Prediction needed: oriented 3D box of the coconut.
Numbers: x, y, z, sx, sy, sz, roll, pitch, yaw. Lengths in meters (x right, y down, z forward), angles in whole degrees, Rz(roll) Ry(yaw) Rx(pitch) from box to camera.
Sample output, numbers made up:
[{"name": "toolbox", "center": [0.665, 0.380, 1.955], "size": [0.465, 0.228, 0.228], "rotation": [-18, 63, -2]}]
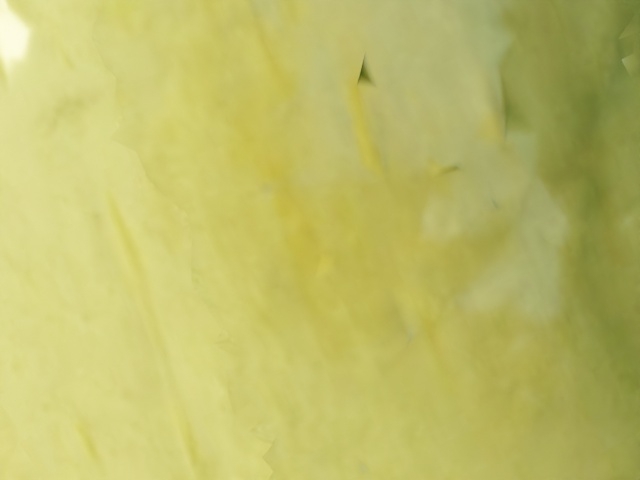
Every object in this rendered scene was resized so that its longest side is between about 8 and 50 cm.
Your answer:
[{"name": "coconut", "center": [0.000, 0.000, 0.554], "size": [0.415, 0.344, 0.415], "rotation": [1, 89, -32]}]
